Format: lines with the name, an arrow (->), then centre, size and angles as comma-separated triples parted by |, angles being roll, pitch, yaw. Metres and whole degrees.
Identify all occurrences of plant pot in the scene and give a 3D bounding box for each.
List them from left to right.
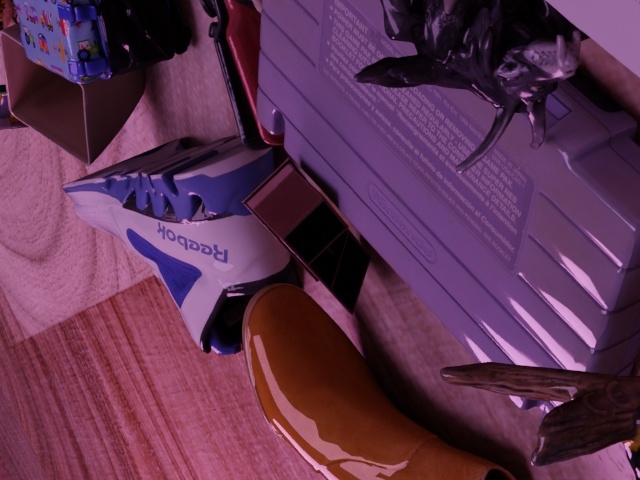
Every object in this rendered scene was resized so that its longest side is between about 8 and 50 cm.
plant pot -> -0.225, -0.157, 1.350 | 0.109, 0.096, 0.109 | 33, 146, 21

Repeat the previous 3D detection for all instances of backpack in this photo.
backpack -> -0.199, -0.238, 1.220 | 0.158, 0.117, 0.173 | 33, 139, 47

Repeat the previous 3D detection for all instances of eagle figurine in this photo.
eagle figurine -> 0.204, 0.205, 0.777 | 0.226, 0.225, 0.298 | 14, 115, 47

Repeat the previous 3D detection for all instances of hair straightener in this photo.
hair straightener -> -0.082, -0.178, 1.124 | 0.089, 0.047, 0.230 | -13, 102, 65

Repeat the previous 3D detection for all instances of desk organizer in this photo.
desk organizer -> 0.000, 0.000, 1.064 | 0.050, 0.047, 0.130 | 46, 178, 38

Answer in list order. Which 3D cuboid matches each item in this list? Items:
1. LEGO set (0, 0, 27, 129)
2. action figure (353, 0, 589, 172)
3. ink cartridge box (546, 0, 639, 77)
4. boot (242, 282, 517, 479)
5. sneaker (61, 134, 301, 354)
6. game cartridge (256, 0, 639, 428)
LEGO set -> -0.390, -0.148, 1.517 | 0.331, 0.255, 0.192 | 42, 132, 26
action figure -> 0.088, -0.161, 0.675 | 0.141, 0.164, 0.275 | -146, 43, -66
ink cartridge box -> 0.169, -0.182, 0.476 | 0.168, 0.171, 0.232 | 48, 151, 31
boot -> 0.065, 0.161, 1.118 | 0.211, 0.104, 0.295 | -7, 113, 59
sneaker -> -0.118, 0.009, 1.280 | 0.315, 0.127, 0.182 | 3, 114, 61
game cartridge -> 0.079, -0.061, 0.912 | 0.355, 0.068, 0.230 | 49, 148, 30
